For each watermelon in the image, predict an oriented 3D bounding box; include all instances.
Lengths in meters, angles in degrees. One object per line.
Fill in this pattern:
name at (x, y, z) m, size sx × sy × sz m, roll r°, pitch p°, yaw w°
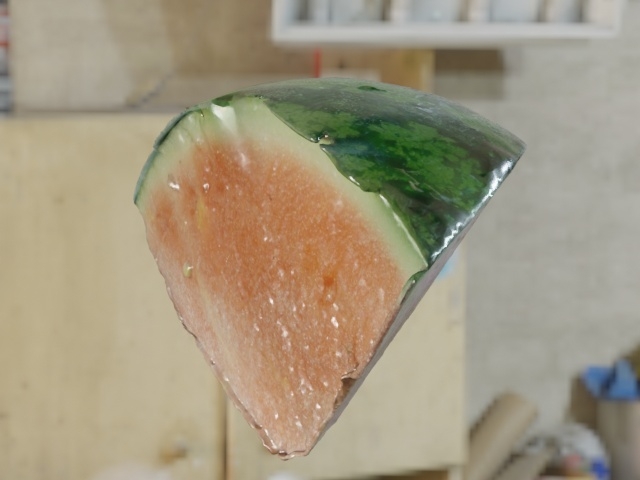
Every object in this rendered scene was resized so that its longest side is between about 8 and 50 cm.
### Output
watermelon at (-0.015, -0.025, 1.287) m, size 0.222 × 0.292 × 0.319 m, roll 32°, pitch 41°, yaw 4°
